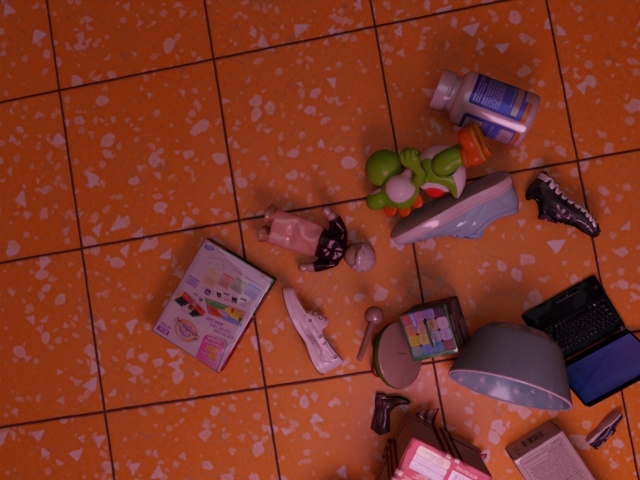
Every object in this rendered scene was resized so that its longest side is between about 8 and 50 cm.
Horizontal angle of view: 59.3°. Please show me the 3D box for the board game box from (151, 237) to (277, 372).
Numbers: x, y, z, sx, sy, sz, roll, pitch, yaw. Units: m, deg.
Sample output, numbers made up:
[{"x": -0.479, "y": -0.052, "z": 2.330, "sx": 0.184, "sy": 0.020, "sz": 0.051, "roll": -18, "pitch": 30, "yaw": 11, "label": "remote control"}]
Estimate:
[{"x": -0.311, "y": 0.188, "z": 1.650, "sx": 0.242, "sy": 0.064, "sz": 0.317, "roll": 31, "pitch": 91, "yaw": 6, "label": "board game box"}]

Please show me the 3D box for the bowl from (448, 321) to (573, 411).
[{"x": 0.507, "y": 0.320, "z": 1.476, "sx": 0.311, "sy": 0.312, "sz": 0.163, "roll": 17, "pitch": 70, "yaw": 6, "label": "bowl"}]

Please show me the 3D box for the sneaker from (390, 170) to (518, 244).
[{"x": 0.382, "y": -0.048, "z": 1.567, "sx": 0.365, "sy": 0.135, "sz": 0.150, "roll": -25, "pitch": 107, "yaw": 15, "label": "sneaker"}]

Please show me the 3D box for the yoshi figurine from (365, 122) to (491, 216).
[{"x": 0.263, "y": -0.216, "z": 1.539, "sx": 0.362, "sy": 0.203, "sz": 0.203, "roll": -27, "pitch": 44, "yaw": 28, "label": "yoshi figurine"}]

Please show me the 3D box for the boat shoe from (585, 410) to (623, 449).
[{"x": 0.788, "y": 0.521, "z": 1.544, "sx": 0.038, "sy": 0.046, "sz": 0.125, "roll": 42, "pitch": 95, "yaw": 6, "label": "boat shoe"}]

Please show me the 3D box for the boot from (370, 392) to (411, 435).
[{"x": 0.201, "y": 0.501, "z": 1.603, "sx": 0.106, "sy": 0.037, "sz": 0.114, "roll": 6, "pitch": 85, "yaw": 19, "label": "boot"}]

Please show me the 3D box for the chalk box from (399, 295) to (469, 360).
[{"x": 0.301, "y": 0.237, "z": 1.503, "sx": 0.131, "sy": 0.213, "sz": 0.133, "roll": -17, "pitch": 85, "yaw": 25, "label": "chalk box"}]

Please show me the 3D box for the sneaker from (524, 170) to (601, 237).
[{"x": 0.666, "y": -0.079, "z": 1.568, "sx": 0.106, "sy": 0.078, "sz": 0.234, "roll": -44, "pitch": 81, "yaw": 5, "label": "sneaker"}]

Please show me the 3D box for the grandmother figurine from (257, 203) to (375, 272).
[{"x": 0.000, "y": 0.000, "z": 1.618, "sx": 0.342, "sy": 0.104, "sz": 0.208, "roll": 22, "pitch": 117, "yaw": 3, "label": "grandmother figurine"}]

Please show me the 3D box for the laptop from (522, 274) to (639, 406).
[{"x": 0.728, "y": 0.265, "z": 1.515, "sx": 0.234, "sy": 0.136, "sz": 0.265, "roll": -29, "pitch": 85, "yaw": 3, "label": "laptop"}]

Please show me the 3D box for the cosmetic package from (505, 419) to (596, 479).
[{"x": 0.660, "y": 0.670, "z": 1.516, "sx": 0.160, "sy": 0.113, "sz": 0.310, "roll": -32, "pitch": 86, "yaw": 3, "label": "cosmetic package"}]

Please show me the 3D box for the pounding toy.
[{"x": 0.170, "y": 0.308, "z": 1.572, "sx": 0.237, "sy": 0.110, "sz": 0.183, "roll": 40, "pitch": 57, "yaw": -28, "label": "pounding toy"}]

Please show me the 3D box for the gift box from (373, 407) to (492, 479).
[{"x": 0.302, "y": 0.610, "z": 1.478, "sx": 0.255, "sy": 0.258, "sz": 0.277, "roll": 30, "pitch": 90, "yaw": 5, "label": "gift box"}]

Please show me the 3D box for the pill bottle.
[{"x": 0.450, "y": -0.376, "z": 1.561, "sx": 0.271, "sy": 0.152, "sz": 0.153, "roll": 23, "pitch": 90, "yaw": 6, "label": "pill bottle"}]

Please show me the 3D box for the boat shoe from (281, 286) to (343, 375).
[{"x": -0.020, "y": 0.243, "z": 1.609, "sx": 0.096, "sy": 0.098, "sz": 0.277, "roll": -27, "pitch": 95, "yaw": 3, "label": "boat shoe"}]
